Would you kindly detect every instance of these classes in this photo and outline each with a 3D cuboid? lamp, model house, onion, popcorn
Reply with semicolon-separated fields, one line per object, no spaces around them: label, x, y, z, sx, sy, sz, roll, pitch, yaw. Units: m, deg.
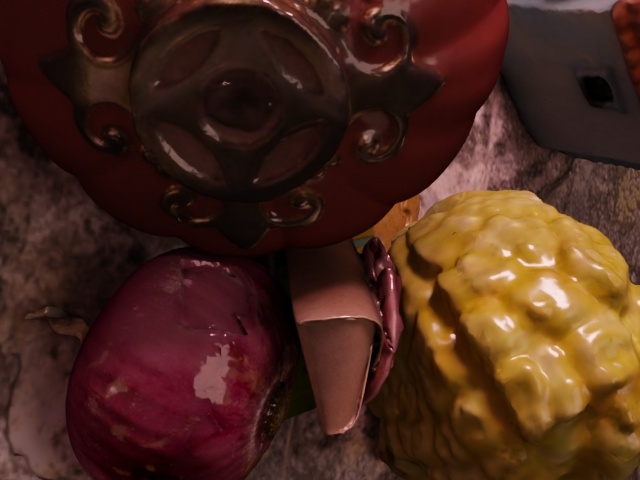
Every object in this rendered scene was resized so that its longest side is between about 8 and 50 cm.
lamp;-0.041;-0.135;0.651;0.257;0.303;0.303;-89;155;-55
model house;0.352;-0.196;1.025;0.252;0.329;0.295;-40;123;-13
onion;-0.090;0.089;0.721;0.177;0.153;0.177;-18;115;-46
popcorn;0.122;0.074;0.805;0.174;0.286;0.225;-10;83;-18

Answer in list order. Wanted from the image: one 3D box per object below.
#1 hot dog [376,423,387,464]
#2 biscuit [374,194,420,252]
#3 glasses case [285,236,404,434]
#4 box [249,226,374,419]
hot dog;0.136;0.130;1.011;0.213;0.103;0.146;-26;114;-42
biscuit;0.002;0.000;0.902;0.249;0.035;0.184;-45;124;-36
glasses case;0.022;0.055;0.725;0.193;0.070;0.102;-103;180;-71
box;-0.004;0.030;0.849;0.121;0.030;0.193;-12;104;-47
